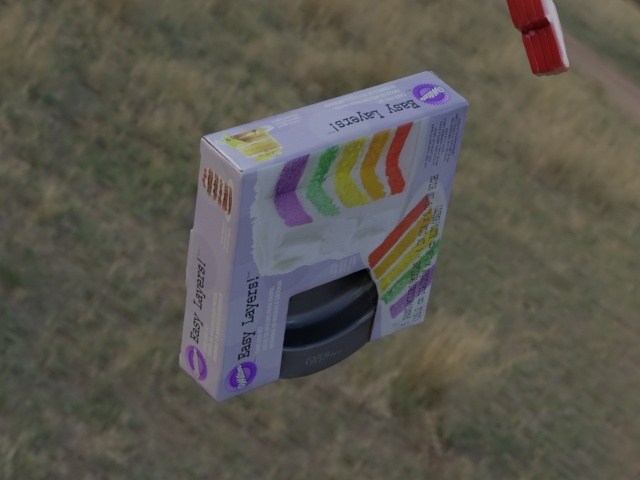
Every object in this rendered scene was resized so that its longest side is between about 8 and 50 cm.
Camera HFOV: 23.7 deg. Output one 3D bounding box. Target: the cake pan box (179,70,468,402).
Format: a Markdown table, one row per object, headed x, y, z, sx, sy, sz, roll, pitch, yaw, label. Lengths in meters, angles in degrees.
| x | y | z | sx | sy | sz | roll | pitch | yaw | label |
| --- | --- | --- | --- | --- | --- | --- | --- | --- | --- |
| 0.000 | 0.000 | 1.340 | 0.245 | 0.267 | 0.070 | -17 | 44 | -32 | cake pan box |

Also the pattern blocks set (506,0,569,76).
| x | y | z | sx | sy | sz | roll | pitch | yaw | label |
| --- | --- | --- | --- | --- | --- | --- | --- | --- | --- |
| 0.074 | -0.273 | 0.769 | 0.325 | 0.026 | 0.285 | 59 | 24 | -47 | pattern blocks set |
